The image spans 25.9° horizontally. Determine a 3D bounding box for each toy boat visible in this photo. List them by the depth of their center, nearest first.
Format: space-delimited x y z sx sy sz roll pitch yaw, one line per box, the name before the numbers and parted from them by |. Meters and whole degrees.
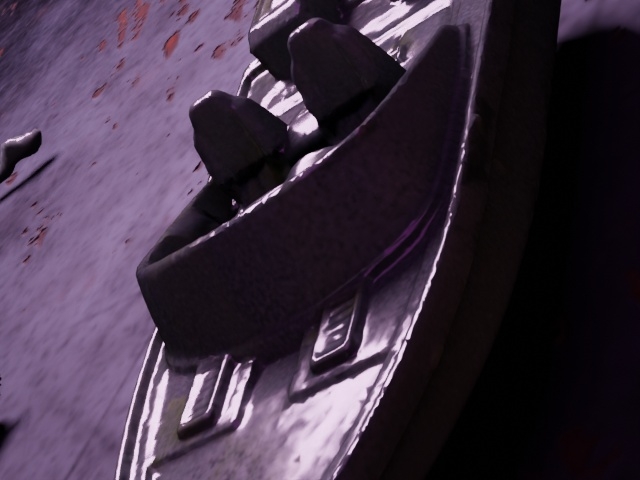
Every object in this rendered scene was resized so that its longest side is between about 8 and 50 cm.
toy boat | 0.000 0.000 0.441 0.141 0.092 0.319 -30 31 35

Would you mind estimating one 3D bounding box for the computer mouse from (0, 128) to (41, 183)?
computer mouse | -0.336 -0.002 0.968 0.379 0.090 0.167 -29 31 28
